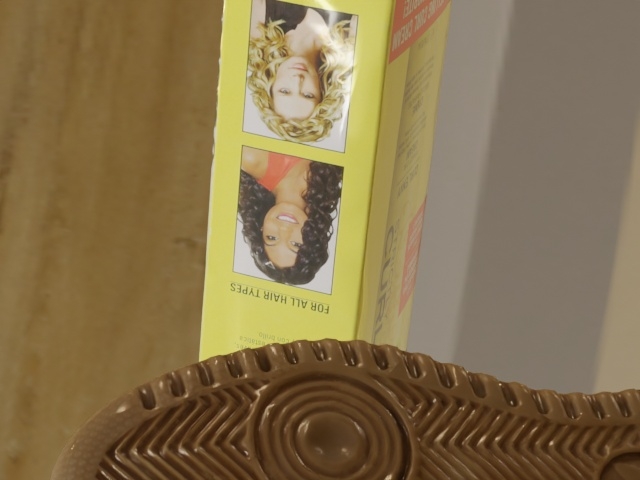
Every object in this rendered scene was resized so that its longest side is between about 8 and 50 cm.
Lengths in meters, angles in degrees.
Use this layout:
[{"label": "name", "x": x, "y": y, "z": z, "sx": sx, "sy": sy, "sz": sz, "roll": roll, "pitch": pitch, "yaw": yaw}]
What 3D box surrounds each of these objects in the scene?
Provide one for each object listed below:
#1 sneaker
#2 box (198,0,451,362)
[{"label": "sneaker", "x": 0.049, "y": 0.106, "z": 0.572, "sx": 0.282, "sy": 0.153, "sz": 0.099, "roll": 0, "pitch": -122, "yaw": -18}, {"label": "box", "x": 0.000, "y": 0.000, "z": 0.632, "sx": 0.058, "sy": 0.087, "sz": 0.232, "roll": 12, "pitch": -65, "yaw": 15}]
